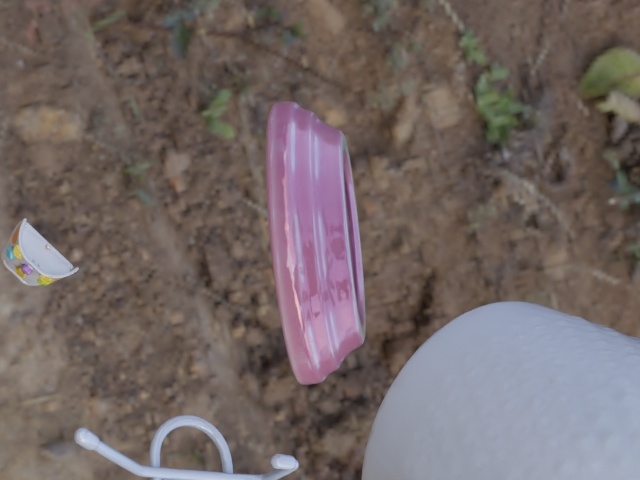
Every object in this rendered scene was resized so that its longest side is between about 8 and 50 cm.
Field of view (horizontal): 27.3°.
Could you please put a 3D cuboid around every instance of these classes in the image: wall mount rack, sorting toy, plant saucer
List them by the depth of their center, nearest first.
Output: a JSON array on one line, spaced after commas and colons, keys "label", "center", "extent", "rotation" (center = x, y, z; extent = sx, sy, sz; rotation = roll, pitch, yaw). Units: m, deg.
[{"label": "wall mount rack", "center": [-0.158, 0.344, 1.483], "extent": [0.304, 0.130, 0.350], "rotation": [11, 60, -33]}, {"label": "sorting toy", "center": [-0.330, 0.026, 1.491], "extent": [0.083, 0.075, 0.045], "rotation": [45, 54, -15]}, {"label": "plant saucer", "center": [0.000, 0.000, 1.545], "extent": [0.332, 0.084, 0.332], "rotation": [-5, 90, -86]}]

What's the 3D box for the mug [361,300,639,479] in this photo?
[{"label": "mug", "center": [0.198, 0.225, 1.009], "extent": [0.328, 0.374, 0.276], "rotation": [21, -66, 52]}]
